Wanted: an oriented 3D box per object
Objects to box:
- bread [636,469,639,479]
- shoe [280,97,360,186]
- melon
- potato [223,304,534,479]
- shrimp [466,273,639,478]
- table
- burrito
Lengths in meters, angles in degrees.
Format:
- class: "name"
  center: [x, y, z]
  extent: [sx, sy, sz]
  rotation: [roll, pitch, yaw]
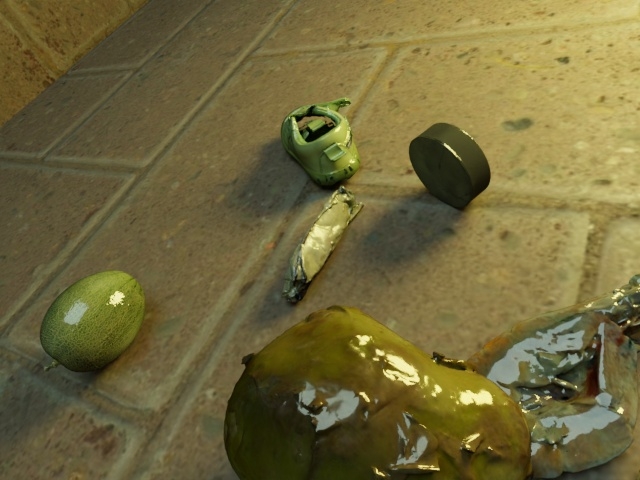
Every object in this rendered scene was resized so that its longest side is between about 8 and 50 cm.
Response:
- class: "bread"
  center: [0.330, 0.300, 0.311]
  extent: [0.240, 0.111, 0.246]
  rotation: [17, 60, 36]
- class: "shoe"
  center: [0.002, -0.216, 0.940]
  extent: [0.140, 0.128, 0.262]
  rotation: [-17, 46, -10]
- class: "melon"
  center: [-0.375, 0.137, 0.769]
  extent: [0.139, 0.139, 0.192]
  rotation: [12, 52, 33]
- class: "potato"
  center: [0.038, 0.194, 0.466]
  extent: [0.300, 0.196, 0.246]
  rotation: [8, 65, 36]
- class: "shrimp"
  center: [0.291, 0.141, 0.513]
  extent: [0.317, 0.062, 0.164]
  rotation: [-33, 49, 0]
- class: "table"
  center: [0.201, -0.118, 0.734]
  extent: [0.043, 0.133, 0.133]
  rotation: [-38, 46, -12]
- class: "burrito"
  center: [0.000, 0.001, 0.773]
  extent: [0.058, 0.063, 0.229]
  rotation: [30, 63, 10]
